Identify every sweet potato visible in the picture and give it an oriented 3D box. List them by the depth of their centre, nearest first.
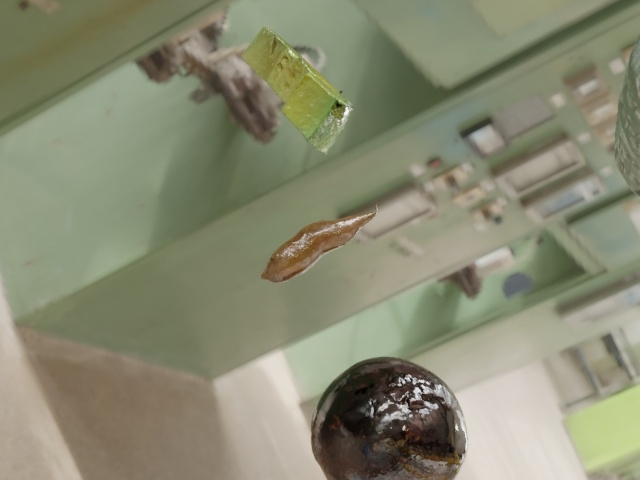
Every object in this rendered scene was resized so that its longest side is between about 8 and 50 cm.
[{"bbox_3d":[0.000,0.000,1.728,0.056,0.195,0.056,56,-12,18],"label":"sweet potato"}]

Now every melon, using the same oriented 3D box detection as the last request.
[{"bbox_3d":[-0.025,-0.178,1.464,0.209,0.064,0.118,50,14,33],"label":"melon"}]

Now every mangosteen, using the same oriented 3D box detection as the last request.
[{"bbox_3d":[0.088,0.293,1.791,0.228,0.265,0.228,12,41,-11],"label":"mangosteen"}]

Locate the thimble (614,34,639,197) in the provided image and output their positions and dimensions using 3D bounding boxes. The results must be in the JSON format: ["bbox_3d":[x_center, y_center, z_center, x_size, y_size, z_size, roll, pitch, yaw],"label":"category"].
[{"bbox_3d":[0.433,-0.151,1.386,0.172,0.205,0.250,85,24,-47],"label":"thimble"}]
